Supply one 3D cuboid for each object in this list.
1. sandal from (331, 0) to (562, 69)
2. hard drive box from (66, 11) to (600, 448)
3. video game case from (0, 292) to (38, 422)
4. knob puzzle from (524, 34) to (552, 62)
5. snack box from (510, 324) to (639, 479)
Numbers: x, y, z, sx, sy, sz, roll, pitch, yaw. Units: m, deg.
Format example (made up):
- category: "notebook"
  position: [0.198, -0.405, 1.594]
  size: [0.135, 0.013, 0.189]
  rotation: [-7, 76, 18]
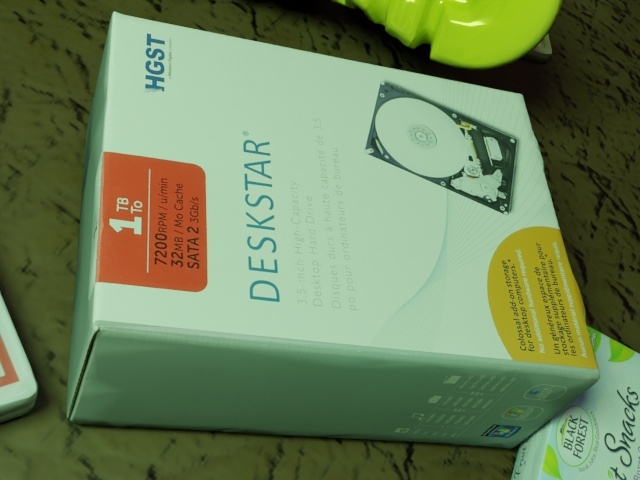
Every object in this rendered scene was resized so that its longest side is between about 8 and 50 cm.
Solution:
- category: "sandal"
  position: [0.012, -0.212, 0.609]
  size: [0.317, 0.126, 0.138]
  rotation: [31, 28, 8]
- category: "hard drive box"
  position: [0.000, 0.000, 0.468]
  size: [0.232, 0.089, 0.181]
  rotation: [7, 54, -19]
- category: "video game case"
  position: [-0.286, 0.023, 0.369]
  size: [0.285, 0.025, 0.204]
  rotation: [-16, 65, -32]
- category: "knob puzzle"
  position: [0.080, -0.226, 0.701]
  size: [0.213, 0.030, 0.213]
  rotation: [11, 54, -16]
- category: "snack box"
  position: [0.153, 0.123, 0.480]
  size: [0.100, 0.037, 0.141]
  rotation: [27, 50, -2]
